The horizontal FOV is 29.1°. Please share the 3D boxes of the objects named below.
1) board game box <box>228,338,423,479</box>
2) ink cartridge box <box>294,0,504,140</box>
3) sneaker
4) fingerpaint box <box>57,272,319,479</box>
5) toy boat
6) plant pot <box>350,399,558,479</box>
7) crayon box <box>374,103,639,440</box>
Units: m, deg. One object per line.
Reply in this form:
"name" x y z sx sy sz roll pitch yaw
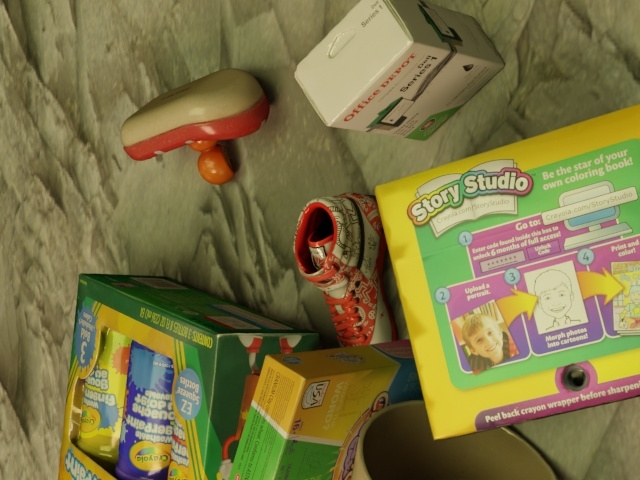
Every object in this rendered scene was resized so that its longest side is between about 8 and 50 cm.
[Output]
"board game box" 0.020 0.251 1.530 0.064 0.316 0.242 26 106 34
"ink cartridge box" 0.099 -0.213 1.530 0.160 0.219 0.093 -44 65 29
"sneaker" 0.027 0.071 1.632 0.090 0.145 0.270 0 90 38
"fingerpaint box" -0.206 0.264 1.719 0.445 0.163 0.371 16 101 55
"toy boat" -0.170 -0.152 1.807 0.231 0.151 0.151 -15 111 37
"plant pot" 0.129 0.384 1.514 0.256 0.256 0.274 38 125 31
"crayon box" 0.274 0.038 1.421 0.362 0.106 0.313 -16 78 21
